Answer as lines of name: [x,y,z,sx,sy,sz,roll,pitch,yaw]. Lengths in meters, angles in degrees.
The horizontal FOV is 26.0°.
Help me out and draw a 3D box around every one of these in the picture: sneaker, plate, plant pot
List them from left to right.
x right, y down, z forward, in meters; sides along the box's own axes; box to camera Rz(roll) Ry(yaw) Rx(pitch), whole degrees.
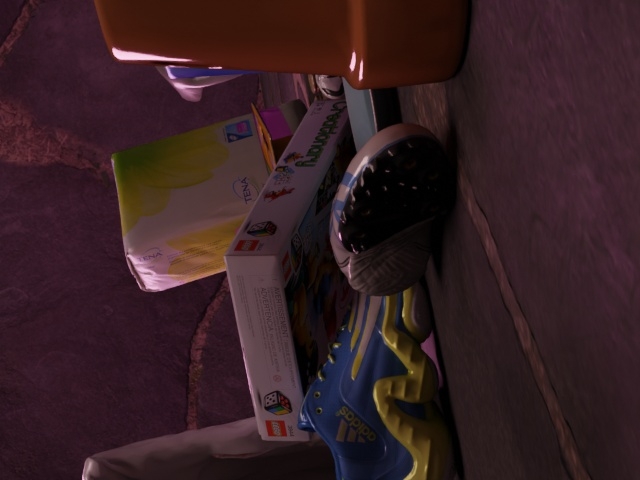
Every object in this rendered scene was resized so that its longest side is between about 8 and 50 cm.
plant pot: [-0.044,-0.223,0.832,0.291,0.203,0.291,170,90,-86]
sneaker: [0.008,-0.188,1.442,0.037,0.032,0.083,90,168,-72]
sneaker: [0.034,0.101,1.168,0.091,0.126,0.240,95,163,-76]
plate: [0.041,-0.128,1.189,0.188,0.024,0.188,168,90,-86]
sneaker: [0.042,-0.031,0.982,0.237,0.085,0.086,93,161,-70]

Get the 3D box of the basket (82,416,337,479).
basket: [-0.030,0.344,1.361,0.266,0.328,0.331,78,-179,-79]

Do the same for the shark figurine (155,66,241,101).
shark figurine: [-0.048,-0.231,1.450,0.166,0.278,0.116,44,-161,31]

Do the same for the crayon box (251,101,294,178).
crayon box: [0.000,0.000,1.632,0.203,0.083,0.323,-117,13,-72]

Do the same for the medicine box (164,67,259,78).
medicine box: [-0.076,-0.320,1.154,0.289,0.149,0.263,84,-177,-67]

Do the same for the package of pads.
package of pads: [-0.137,-0.062,1.958,0.229,0.296,0.101,-105,-3,-45]

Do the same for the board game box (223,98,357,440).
board game box: [-0.008,0.018,1.298,0.305,0.053,0.193,-65,-29,-56]

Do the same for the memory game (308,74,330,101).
memory game: [-0.001,-0.193,1.715,0.186,0.012,0.186,169,90,-86]
